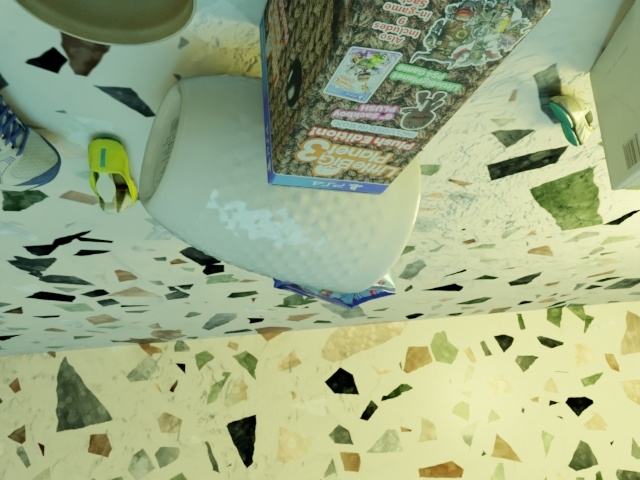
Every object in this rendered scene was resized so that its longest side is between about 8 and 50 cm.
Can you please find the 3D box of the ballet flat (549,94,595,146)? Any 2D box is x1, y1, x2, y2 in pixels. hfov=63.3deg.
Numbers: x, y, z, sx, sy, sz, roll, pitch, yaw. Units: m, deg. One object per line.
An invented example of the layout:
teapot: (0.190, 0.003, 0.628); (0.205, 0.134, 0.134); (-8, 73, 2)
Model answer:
ballet flat: (0.429, -0.214, 0.877); (0.052, 0.057, 0.168); (-46, 148, 15)

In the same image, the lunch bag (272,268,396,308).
lunch bag: (0.000, 0.000, 1.036); (0.138, 0.221, 0.293); (-25, 151, 39)

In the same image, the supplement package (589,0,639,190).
supplement package: (0.534, -0.198, 0.674); (0.262, 0.198, 0.199); (-6, 169, 10)

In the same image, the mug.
mug: (-0.094, -0.093, 0.781); (0.327, 0.276, 0.374); (15, -179, -31)

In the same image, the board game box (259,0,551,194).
board game box: (0.043, -0.216, 0.508); (0.141, 0.232, 0.291); (3, 156, -19)

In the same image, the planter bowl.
planter bowl: (-0.193, -0.268, 0.463); (0.161, 0.109, 0.162); (-2, 168, 0)

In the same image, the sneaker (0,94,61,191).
sneaker: (-0.457, -0.156, 0.679); (0.130, 0.112, 0.296); (-17, 156, 23)

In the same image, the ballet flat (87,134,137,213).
ballet flat: (-0.365, -0.092, 0.904); (0.077, 0.077, 0.231); (-1, 158, -15)
